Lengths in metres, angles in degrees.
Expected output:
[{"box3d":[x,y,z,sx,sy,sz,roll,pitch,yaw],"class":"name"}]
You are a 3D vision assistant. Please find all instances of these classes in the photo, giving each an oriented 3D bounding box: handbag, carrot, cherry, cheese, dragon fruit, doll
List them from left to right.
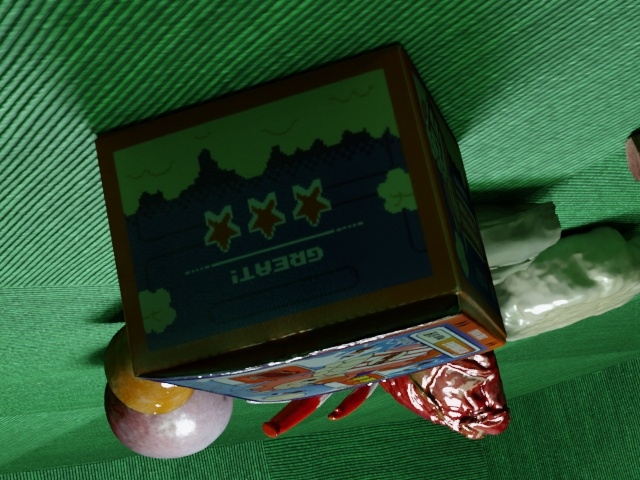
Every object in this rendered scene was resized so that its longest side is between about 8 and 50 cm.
[{"box3d":[-0.274,0.286,2.099,0.239,0.206,0.239,0,171,0],"class":"cherry"},{"box3d":[-0.232,0.155,1.809,0.159,0.159,0.225,-4,152,-29],"class":"carrot"},{"box3d":[0.042,0.232,2.217,0.384,0.188,0.099,-23,-165,-33],"class":"doll"},{"box3d":[0.188,0.026,1.694,0.253,0.109,0.316,-12,166,-17],"class":"handbag"},{"box3d":[0.237,0.176,2.002,0.240,0.330,0.302,-29,173,-28],"class":"dragon fruit"},{"box3d":[0.433,0.074,2.034,0.326,0.115,0.318,-8,162,-42],"class":"cheese"}]

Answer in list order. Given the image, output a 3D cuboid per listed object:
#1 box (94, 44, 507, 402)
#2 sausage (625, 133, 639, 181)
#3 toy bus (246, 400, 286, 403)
[{"box3d":[-0.003,0.013,1.203,0.318,0.257,0.348,-14,165,11],"class":"box"},{"box3d":[0.472,-0.120,1.467,0.169,0.065,0.065,-12,165,-1],"class":"sausage"},{"box3d":[-0.068,0.265,2.411,0.138,0.097,0.342,-1,164,-15],"class":"toy bus"}]
